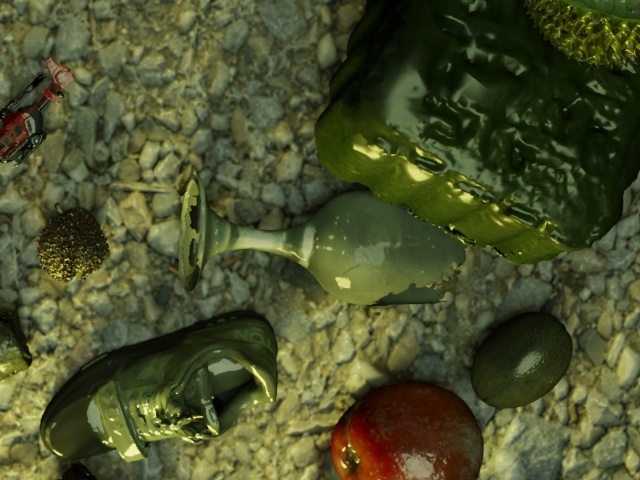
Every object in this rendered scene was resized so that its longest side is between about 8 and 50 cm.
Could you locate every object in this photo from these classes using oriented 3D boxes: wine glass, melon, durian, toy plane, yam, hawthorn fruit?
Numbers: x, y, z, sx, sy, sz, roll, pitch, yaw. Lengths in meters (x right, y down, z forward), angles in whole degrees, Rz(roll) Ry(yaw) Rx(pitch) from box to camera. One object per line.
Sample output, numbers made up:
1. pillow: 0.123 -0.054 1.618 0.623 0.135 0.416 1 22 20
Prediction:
1. wine glass: 0.000 0.000 1.967 0.321 0.143 0.143 4 106 -11
2. melon: 0.233 0.139 2.073 0.131 0.098 0.098 -39 109 8
3. durian: -0.276 0.002 1.957 0.080 0.080 0.091 -25 93 -1
4. toy plane: -0.317 -0.131 1.924 0.060 0.037 0.145 43 100 -9
5. yam: -0.409 0.138 1.973 0.179 0.078 0.078 -21 110 0
6. durian: 0.299 -0.226 1.756 0.215 0.086 0.100 1 76 -14
7. hawthorn fruit: 0.100 0.240 2.047 0.173 0.173 0.173 -3 108 -9

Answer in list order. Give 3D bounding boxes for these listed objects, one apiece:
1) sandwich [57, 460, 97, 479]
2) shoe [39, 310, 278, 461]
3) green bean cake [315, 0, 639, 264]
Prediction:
1. sandwich: -0.275 0.354 2.061 0.159 0.079 0.235 -16 120 -19
2. shoe: -0.177 0.180 1.988 0.293 0.149 0.109 -26 112 -2
3. green bean cake: 0.195 -0.164 1.862 0.335 0.218 0.319 21 78 -9
